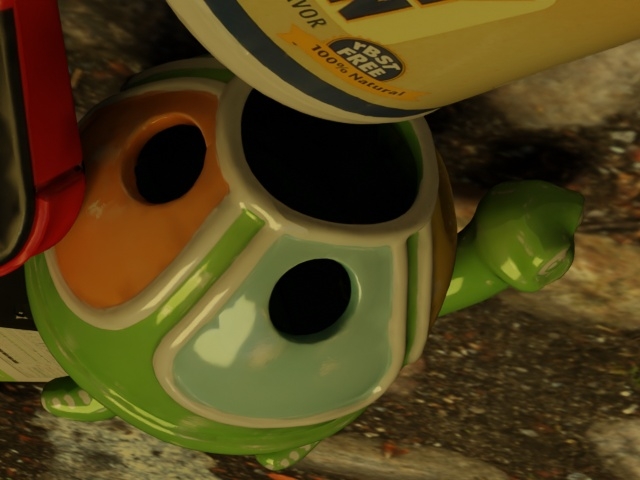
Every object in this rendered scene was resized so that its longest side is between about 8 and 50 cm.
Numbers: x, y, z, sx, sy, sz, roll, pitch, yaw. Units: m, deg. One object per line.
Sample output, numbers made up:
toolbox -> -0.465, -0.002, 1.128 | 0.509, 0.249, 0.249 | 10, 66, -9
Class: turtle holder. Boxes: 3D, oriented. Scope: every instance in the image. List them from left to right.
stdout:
turtle holder -> -0.010, 0.012, 1.060 | 0.320, 0.243, 0.227 | 29, 143, -11

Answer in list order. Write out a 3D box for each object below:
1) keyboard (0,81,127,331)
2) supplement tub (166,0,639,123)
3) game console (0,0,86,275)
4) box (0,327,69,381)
keyboard -> -0.202, -0.039, 1.222 | 0.202, 0.033, 0.317 | 7, 140, 1
supplement tub -> 0.093, -0.184, 0.634 | 0.228, 0.228, 0.316 | 33, 149, -32
game console -> -0.324, -0.146, 0.956 | 0.387, 0.060, 0.342 | 5, 116, 18
box -> -0.244, 0.047, 1.465 | 0.322, 0.058, 0.232 | -3, 148, 30
